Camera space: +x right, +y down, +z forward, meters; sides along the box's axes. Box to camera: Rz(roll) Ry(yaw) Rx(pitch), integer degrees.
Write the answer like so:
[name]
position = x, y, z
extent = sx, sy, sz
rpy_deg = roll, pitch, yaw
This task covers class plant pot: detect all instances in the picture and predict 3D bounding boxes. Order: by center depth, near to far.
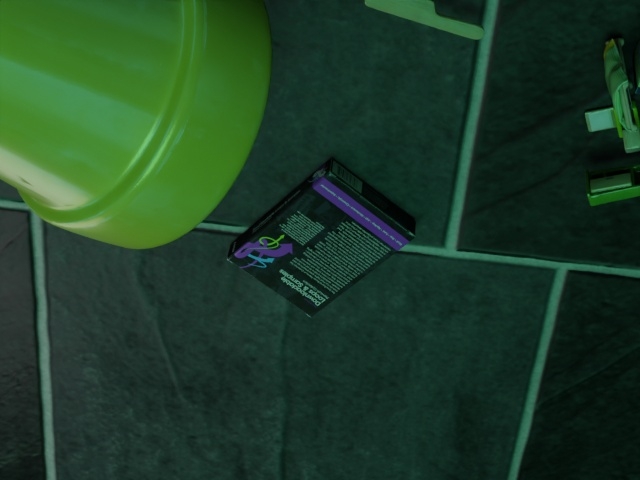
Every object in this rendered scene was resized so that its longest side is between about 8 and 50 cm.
[plant pot]
position = -0.207, -0.140, 1.256
extent = 0.239, 0.254, 0.254
rpy_deg = 17, 136, -41

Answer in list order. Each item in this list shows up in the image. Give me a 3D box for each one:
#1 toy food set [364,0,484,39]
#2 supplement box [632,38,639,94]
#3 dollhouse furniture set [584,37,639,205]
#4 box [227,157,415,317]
[toy food set]
position = 0.126, -0.270, 1.384
extent = 0.132, 0.038, 0.192
rpy_deg = 17, 126, -18
[supplement box]
position = 0.328, -0.170, 1.429
extent = 0.083, 0.056, 0.083
rpy_deg = 10, 132, -3
[dollhouse furniture set]
position = 0.261, -0.106, 1.480
extent = 0.059, 0.076, 0.151
rpy_deg = -10, 130, 14
[box]
position = 0.000, 0.000, 1.634
extent = 0.116, 0.029, 0.162
rpy_deg = 36, 124, -22
